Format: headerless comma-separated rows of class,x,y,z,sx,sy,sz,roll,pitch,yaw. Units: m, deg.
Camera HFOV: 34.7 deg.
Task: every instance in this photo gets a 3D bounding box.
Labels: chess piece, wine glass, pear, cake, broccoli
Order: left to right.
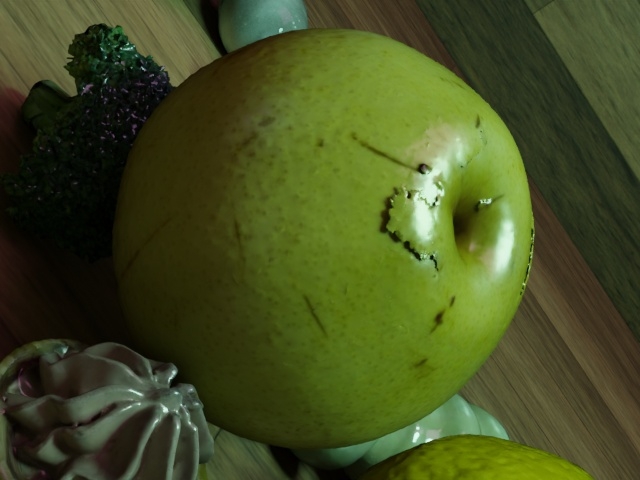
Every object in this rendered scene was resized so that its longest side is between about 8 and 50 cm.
broccoli,-0.216,-0.097,0.937,0.194,0.219,0.194,11,25,-5
cake,-0.146,0.154,0.714,0.207,0.178,0.185,49,23,-29
wine glass,-0.078,-0.281,1.463,0.143,0.143,0.321,42,26,-35
pear,0.000,0.000,0.839,0.348,0.348,0.348,46,25,-29
chess piece,0.039,0.185,1.090,0.330,0.182,0.182,39,29,-29

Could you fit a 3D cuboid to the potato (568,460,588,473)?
potato,0.373,0.451,1.466,0.173,0.140,0.300,35,25,-31

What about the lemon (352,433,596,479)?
lemon,0.138,0.328,0.908,0.336,0.336,0.336,46,25,-29
